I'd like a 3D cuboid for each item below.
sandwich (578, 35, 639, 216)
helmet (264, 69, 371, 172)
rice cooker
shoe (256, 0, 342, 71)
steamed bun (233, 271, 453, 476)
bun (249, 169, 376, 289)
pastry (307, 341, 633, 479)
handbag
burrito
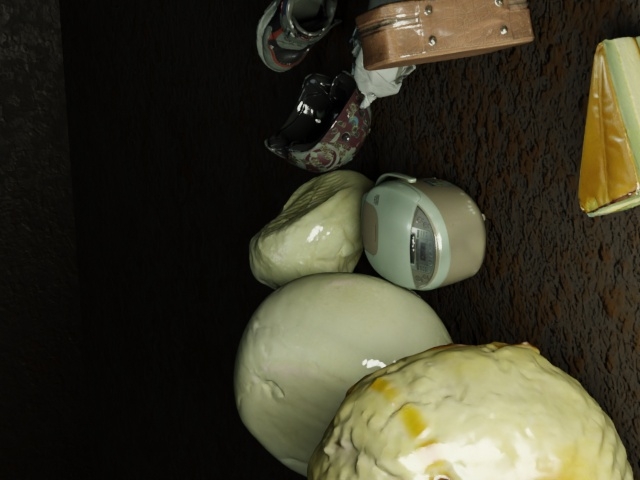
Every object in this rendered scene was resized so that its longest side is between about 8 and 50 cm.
[{"bbox_3d":[0.308,-0.117,1.428,0.113,0.079,0.163,-30,71,63],"label":"sandwich"},{"bbox_3d":[0.015,-0.163,2.027,0.177,0.107,0.153,13,65,56],"label":"helmet"},{"bbox_3d":[0.134,-0.013,1.803,0.206,0.127,0.145,-143,50,-63],"label":"rice cooker"},{"bbox_3d":[-0.022,-0.331,2.079,0.228,0.099,0.125,110,147,-41],"label":"shoe"},{"bbox_3d":[0.057,0.175,1.871,0.312,0.333,0.233,105,-169,-49],"label":"steamed bun"},{"bbox_3d":[0.000,0.000,2.015,0.145,0.229,0.229,59,160,-14],"label":"bun"},{"bbox_3d":[0.162,0.293,1.551,0.312,0.388,0.389,-122,29,-75],"label":"pastry"},{"bbox_3d":[0.143,-0.251,1.625,0.151,0.193,0.072,-179,77,-73],"label":"handbag"},{"bbox_3d":[0.116,-0.321,1.758,0.445,0.101,0.139,114,179,-56],"label":"burrito"}]
